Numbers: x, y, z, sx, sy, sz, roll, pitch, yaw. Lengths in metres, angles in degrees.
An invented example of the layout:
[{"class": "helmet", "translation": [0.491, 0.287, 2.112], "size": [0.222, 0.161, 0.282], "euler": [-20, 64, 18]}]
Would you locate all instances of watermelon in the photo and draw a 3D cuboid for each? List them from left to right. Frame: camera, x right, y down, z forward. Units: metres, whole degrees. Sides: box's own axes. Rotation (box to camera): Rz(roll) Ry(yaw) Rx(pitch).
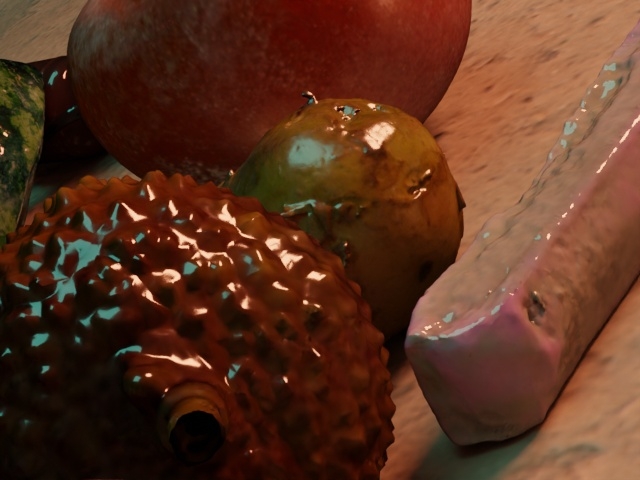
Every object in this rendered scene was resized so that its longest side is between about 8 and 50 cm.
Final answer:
[{"class": "watermelon", "translation": [-0.273, -0.043, 1.173], "size": [0.136, 0.207, 0.202], "euler": [-21, -15, 1]}]

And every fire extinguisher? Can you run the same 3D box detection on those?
[{"class": "fire extinguisher", "translation": [-0.279, -0.117, 1.337], "size": [0.341, 0.105, 0.141], "euler": [-3, 18, 38]}]

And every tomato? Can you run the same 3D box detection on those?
[{"class": "tomato", "translation": [-0.024, -0.142, 0.909], "size": [0.270, 0.227, 0.270], "euler": [-47, 17, 19]}]

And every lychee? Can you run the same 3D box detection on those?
[{"class": "lychee", "translation": [-0.061, 0.064, 0.598], "size": [0.200, 0.200, 0.238], "euler": [-38, 4, -11]}]

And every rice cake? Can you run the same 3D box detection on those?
[{"class": "rice cake", "translation": [0.167, -0.058, 0.706], "size": [0.064, 0.070, 0.399], "euler": [1, 42, 48]}]

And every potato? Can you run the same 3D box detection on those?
[{"class": "potato", "translation": [0.000, 0.000, 0.744], "size": [0.137, 0.137, 0.176], "euler": [-48, 6, -29]}]

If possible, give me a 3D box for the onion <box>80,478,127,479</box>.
[{"class": "onion", "translation": [-0.072, 0.174, 0.329], "size": [0.273, 0.285, 0.273], "euler": [-13, 51, 16]}]
